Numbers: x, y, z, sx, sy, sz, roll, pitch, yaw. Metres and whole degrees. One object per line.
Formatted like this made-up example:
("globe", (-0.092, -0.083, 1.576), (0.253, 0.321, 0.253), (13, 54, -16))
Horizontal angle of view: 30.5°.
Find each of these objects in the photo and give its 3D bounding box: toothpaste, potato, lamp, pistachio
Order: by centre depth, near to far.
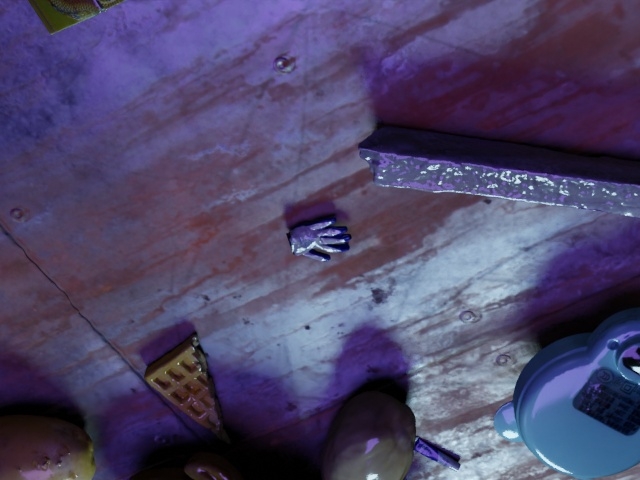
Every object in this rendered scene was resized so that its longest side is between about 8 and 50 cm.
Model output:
("lamp", (0.383, 0.205, 1.589), (0.209, 0.147, 0.284), (28, 133, -14))
("pistachio", (0.069, 0.311, 1.738), (0.135, 0.136, 0.226), (20, 134, -6))
("toothpaste", (0.175, 0.328, 1.795), (0.083, 0.015, 0.024), (31, 116, -8))
("potato", (-0.466, 0.345, 1.836), (0.233, 0.146, 0.150), (-8, 94, 15))

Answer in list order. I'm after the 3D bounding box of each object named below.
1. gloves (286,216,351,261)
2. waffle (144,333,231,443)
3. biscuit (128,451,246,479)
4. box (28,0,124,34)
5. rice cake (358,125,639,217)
("gloves", (0.000, 0.000, 1.576), (0.086, 0.026, 0.064), (-14, 124, 12))
("waffle", (-0.161, 0.230, 1.768), (0.125, 0.032, 0.191), (-36, 115, 26))
("biscuit", (-0.148, 0.459, 1.801), (0.367, 0.063, 0.314), (7, 125, 20))
("box", (-0.225, -0.366, 1.332), (0.311, 0.043, 0.173), (-19, 122, 21))
("rice cake", (0.244, -0.082, 1.452), (0.399, 0.070, 0.064), (8, 127, 3))
